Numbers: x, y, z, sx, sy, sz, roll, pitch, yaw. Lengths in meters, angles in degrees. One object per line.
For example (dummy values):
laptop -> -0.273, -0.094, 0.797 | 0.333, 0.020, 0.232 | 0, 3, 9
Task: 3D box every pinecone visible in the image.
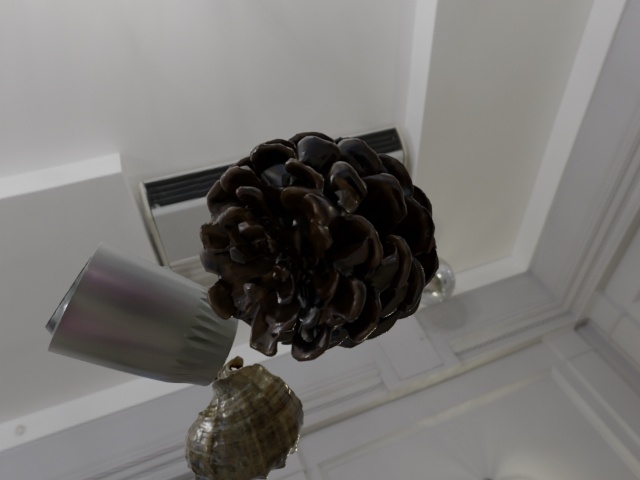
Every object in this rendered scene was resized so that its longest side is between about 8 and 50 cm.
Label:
pinecone -> 0.000, 0.000, 0.462 | 0.224, 0.224, 0.272 | -43, -16, 12

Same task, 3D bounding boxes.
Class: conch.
conch -> -0.150, 0.367, 0.865 | 0.210, 0.159, 0.291 | 12, -57, 10

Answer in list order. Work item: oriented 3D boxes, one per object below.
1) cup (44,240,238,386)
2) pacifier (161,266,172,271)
cup -> -0.394, 0.177, 1.071 | 0.372, 0.253, 0.253 | 24, -65, -20
pacifier -> -0.479, 0.142, 1.353 | 0.116, 0.127, 0.150 | 41, -117, -59
